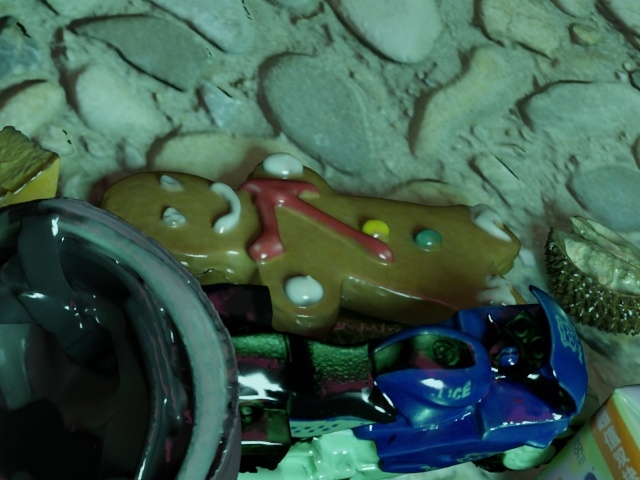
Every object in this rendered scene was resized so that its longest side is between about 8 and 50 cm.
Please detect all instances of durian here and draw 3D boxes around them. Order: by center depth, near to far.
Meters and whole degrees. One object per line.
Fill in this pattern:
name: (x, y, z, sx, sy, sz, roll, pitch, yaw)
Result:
durian: (0.249, 0.041, 1.434, 0.140, 0.071, 0.110, 22, 36, 11)

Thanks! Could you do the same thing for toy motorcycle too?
toy motorcycle: (0.052, 0.106, 1.164, 0.331, 0.196, 0.125, 4, 53, -20)

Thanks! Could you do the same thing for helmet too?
helmet: (-0.203, 0.129, 0.995, 0.338, 0.197, 0.271, -21, 70, -2)

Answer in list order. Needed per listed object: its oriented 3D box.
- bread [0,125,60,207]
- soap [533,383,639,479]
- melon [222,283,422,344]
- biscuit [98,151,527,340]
bread: (-0.252, -0.032, 1.195, 0.109, 0.080, 0.084, -8, 30, -37)
soap: (0.245, 0.215, 1.186, 0.138, 0.199, 0.182, -5, 56, -29)
melon: (0.010, 0.052, 1.305, 0.262, 0.053, 0.114, 7, 42, -25)
biscuit: (0.000, 0.000, 1.303, 0.340, 0.047, 0.216, 13, 31, -9)
